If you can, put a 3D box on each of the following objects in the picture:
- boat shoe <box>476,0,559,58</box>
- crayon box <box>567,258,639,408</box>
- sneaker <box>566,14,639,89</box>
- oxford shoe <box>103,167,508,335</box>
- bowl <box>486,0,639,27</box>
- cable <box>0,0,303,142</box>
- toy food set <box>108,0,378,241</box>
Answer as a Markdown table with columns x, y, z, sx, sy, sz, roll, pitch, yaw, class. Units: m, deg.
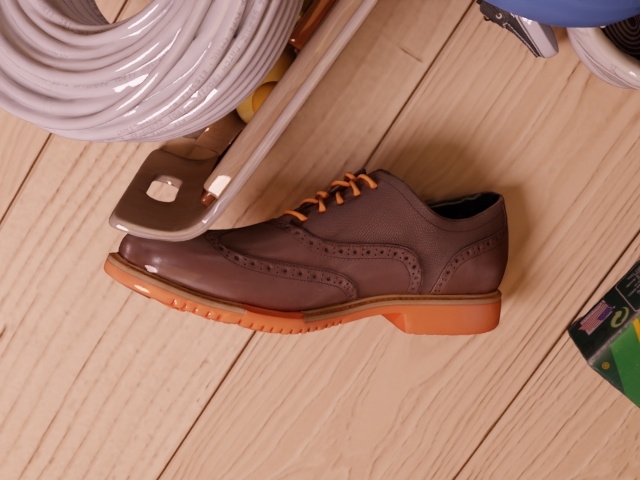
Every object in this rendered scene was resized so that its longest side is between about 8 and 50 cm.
| x | y | z | sx | sy | sz | roll | pitch | yaw | class |
| --- | --- | --- | --- | --- | --- | --- | --- | --- | --- |
| 0.148 | -0.207 | 0.914 | 0.040 | 0.049 | 0.142 | -31 | 106 | 28 | boat shoe |
| 0.417 | 0.122 | 1.014 | 0.318 | 0.081 | 0.202 | 38 | 102 | -14 | crayon box |
| 0.208 | -0.246 | 0.845 | 0.114 | 0.152 | 0.305 | -34 | 105 | 11 | sneaker |
| 0.000 | 0.000 | 0.900 | 0.364 | 0.130 | 0.132 | 3 | 103 | -33 | oxford shoe |
| 0.145 | -0.335 | 0.717 | 0.391 | 0.391 | 0.077 | 48 | 144 | -15 | bowl |
| -0.130 | -0.191 | 0.713 | 0.257 | 0.089 | 0.257 | 8 | 93 | 23 | cable |
| -0.046 | -0.152 | 0.830 | 0.092 | 0.220 | 0.306 | 35 | 104 | -10 | toy food set |
